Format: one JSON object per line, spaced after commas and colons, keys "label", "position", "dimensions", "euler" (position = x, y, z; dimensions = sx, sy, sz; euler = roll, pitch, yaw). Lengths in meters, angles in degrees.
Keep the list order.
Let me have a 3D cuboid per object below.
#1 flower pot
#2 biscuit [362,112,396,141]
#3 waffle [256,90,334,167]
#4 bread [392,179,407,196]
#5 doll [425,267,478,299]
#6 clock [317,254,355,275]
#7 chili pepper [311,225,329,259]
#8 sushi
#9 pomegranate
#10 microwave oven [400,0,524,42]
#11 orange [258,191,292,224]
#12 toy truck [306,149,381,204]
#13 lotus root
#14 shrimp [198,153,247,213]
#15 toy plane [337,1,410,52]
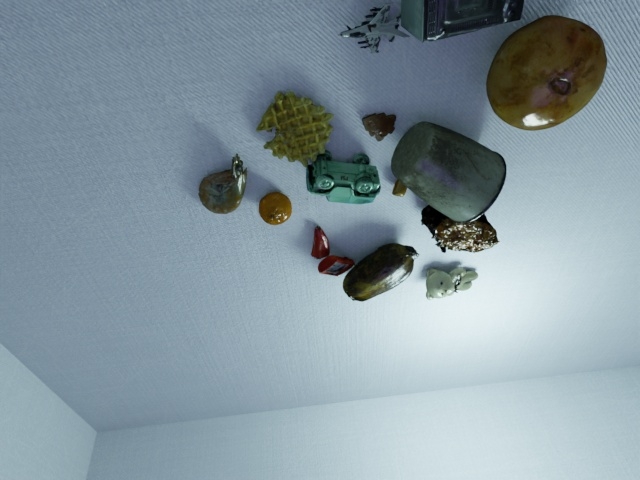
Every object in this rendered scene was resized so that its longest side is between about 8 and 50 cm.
{"label": "flower pot", "position": [0.443, -0.260, 1.642], "dimensions": [0.330, 0.294, 0.294], "euler": [25, 128, -21]}
{"label": "biscuit", "position": [0.205, -0.414, 1.621], "dimensions": [0.129, 0.019, 0.119], "euler": [15, 132, -23]}
{"label": "waffle", "position": [-0.086, -0.379, 1.578], "dimensions": [0.249, 0.056, 0.261], "euler": [23, 128, -17]}
{"label": "bread", "position": [0.326, -0.224, 1.822], "dimensions": [0.049, 0.103, 0.062], "euler": [22, 173, -14]}
{"label": "doll", "position": [0.663, 0.216, 2.269], "dimensions": [0.278, 0.149, 0.175], "euler": [-7, 105, -20]}
{"label": "clock", "position": [0.068, 0.109, 2.079], "dimensions": [0.113, 0.061, 0.155], "euler": [-36, 153, 25]}
{"label": "chili pepper", "position": [-0.005, 0.000, 1.997], "dimensions": [0.088, 0.065, 0.169], "euler": [-19, 134, -14]}
{"label": "sushi", "position": [0.582, -0.044, 1.931], "dimensions": [0.348, 0.208, 0.234], "euler": [17, 126, -29]}
{"label": "pomegranate", "position": [0.685, -0.516, 1.407], "dimensions": [0.337, 0.338, 0.338], "euler": [-4, 136, -4]}
{"label": "microwave oven", "position": [0.384, -0.683, 1.217], "dimensions": [0.294, 0.181, 0.238], "euler": [-15, 133, -6]}
{"label": "orange", "position": [-0.179, -0.122, 1.802], "dimensions": [0.135, 0.118, 0.136], "euler": [-1, 142, -1]}
{"label": "toy truck", "position": [0.083, -0.228, 1.704], "dimensions": [0.278, 0.155, 0.156], "euler": [4, 143, -12]}
{"label": "lotus root", "position": [0.272, 0.147, 2.090], "dimensions": [0.397, 0.179, 0.196], "euler": [-35, 146, 17]}
{"label": "shrimp", "position": [-0.367, -0.212, 1.713], "dimensions": [0.168, 0.077, 0.317], "euler": [11, 136, -15]}
{"label": "toy plane", "position": [0.148, -0.627, 1.348], "dimensions": [0.234, 0.082, 0.160], "euler": [-7, 146, -18]}
